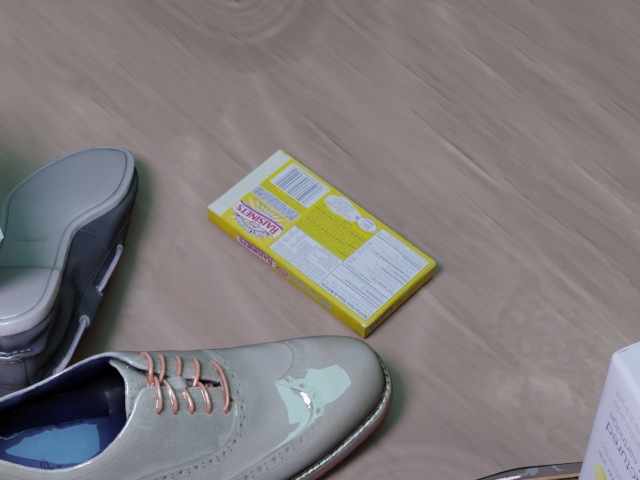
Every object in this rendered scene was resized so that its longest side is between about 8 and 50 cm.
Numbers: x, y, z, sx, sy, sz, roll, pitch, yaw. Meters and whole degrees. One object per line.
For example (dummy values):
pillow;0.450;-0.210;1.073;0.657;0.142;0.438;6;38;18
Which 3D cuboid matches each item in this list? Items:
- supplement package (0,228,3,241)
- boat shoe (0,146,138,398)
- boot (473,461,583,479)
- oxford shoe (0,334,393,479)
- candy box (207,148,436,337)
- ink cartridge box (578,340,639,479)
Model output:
supplement package;-0.426;0.005;1.341;0.199;0.263;0.198;5;46;-39
boat shoe;-0.244;0.024;1.473;0.112;0.095;0.335;3;31;10
boot;0.138;0.252;1.342;0.305;0.112;0.115;-13;72;-7
oxford shoe;-0.118;0.154;1.356;0.397;0.146;0.140;-18;55;-17
candy box;0.000;0.000;1.556;0.206;0.027;0.105;37;62;23
ink cartridge box;0.308;0.263;1.152;0.160;0.385;0.279;-18;56;-13
